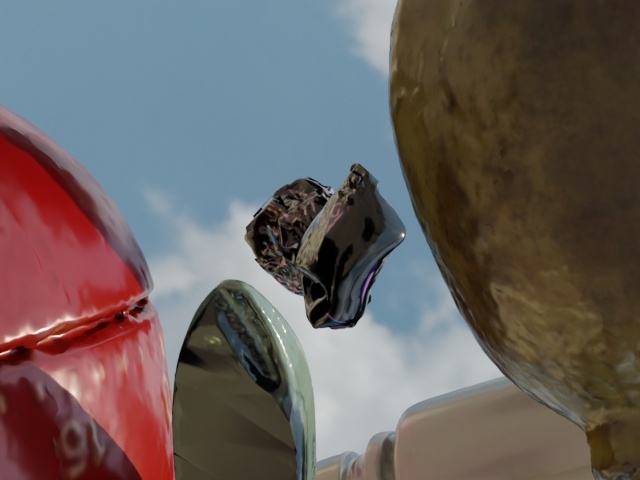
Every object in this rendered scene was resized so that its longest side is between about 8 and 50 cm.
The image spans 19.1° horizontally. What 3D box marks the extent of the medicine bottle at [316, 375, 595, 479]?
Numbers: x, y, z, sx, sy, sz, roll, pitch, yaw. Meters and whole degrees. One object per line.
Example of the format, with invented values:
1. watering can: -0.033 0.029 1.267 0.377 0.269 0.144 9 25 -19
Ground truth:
1. medicine bottle: 0.123 0.158 1.072 0.293 0.170 0.170 -18 -128 14

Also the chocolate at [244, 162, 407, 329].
1. chocolate: 0.000 0.004 0.870 0.147 0.070 0.072 -172 -103 -88

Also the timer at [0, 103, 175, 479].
1. timer: -0.254 0.075 0.821 0.378 0.378 0.279 -8 -83 48

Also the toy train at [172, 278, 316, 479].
1. toy train: -0.026 0.099 0.745 0.055 0.252 0.048 11 -137 11

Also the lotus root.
1. lotus root: 0.092 -0.020 0.590 0.138 0.138 0.214 2 -82 50
